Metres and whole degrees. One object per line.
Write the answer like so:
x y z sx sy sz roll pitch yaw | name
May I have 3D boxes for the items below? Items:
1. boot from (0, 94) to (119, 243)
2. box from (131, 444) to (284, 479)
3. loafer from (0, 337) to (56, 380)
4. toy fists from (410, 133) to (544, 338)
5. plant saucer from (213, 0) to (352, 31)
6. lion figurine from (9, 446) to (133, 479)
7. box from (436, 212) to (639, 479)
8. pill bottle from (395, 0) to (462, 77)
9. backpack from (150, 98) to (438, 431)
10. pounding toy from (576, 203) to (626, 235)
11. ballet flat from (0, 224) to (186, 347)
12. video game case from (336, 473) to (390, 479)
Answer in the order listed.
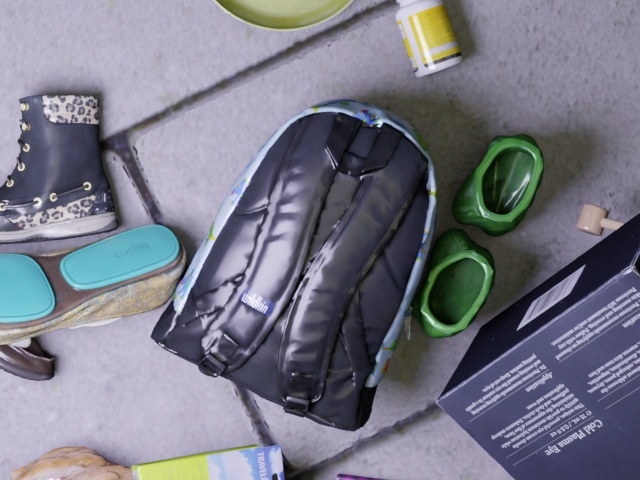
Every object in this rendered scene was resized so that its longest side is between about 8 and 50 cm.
-0.374 -0.086 1.835 0.236 0.085 0.179 -5 91 -12 | boot
-0.131 0.309 1.785 0.178 0.042 0.109 -7 88 -20 | box
-0.411 0.093 1.840 0.220 0.080 0.078 37 89 -5 | loafer
0.196 -0.006 1.860 0.096 0.142 0.279 24 90 10 | toy fists
-0.049 -0.383 1.873 0.240 0.037 0.241 0 93 -5 | plant saucer
-0.216 0.423 1.833 0.240 0.142 0.392 -21 86 -18 | lion figurine
0.378 0.179 1.778 0.312 0.179 0.343 46 129 -5 | box
0.132 -0.269 1.878 0.065 0.065 0.116 -20 95 -4 | pill bottle
0.000 0.000 1.799 0.290 0.273 0.356 22 111 5 | backpack
0.404 0.034 1.855 0.206 0.181 0.094 23 91 -5 | pounding toy
-0.326 0.070 1.790 0.348 0.123 0.123 -14 94 -27 | ballet flat
0.121 0.418 1.906 0.232 0.042 0.210 7 91 1 | video game case
